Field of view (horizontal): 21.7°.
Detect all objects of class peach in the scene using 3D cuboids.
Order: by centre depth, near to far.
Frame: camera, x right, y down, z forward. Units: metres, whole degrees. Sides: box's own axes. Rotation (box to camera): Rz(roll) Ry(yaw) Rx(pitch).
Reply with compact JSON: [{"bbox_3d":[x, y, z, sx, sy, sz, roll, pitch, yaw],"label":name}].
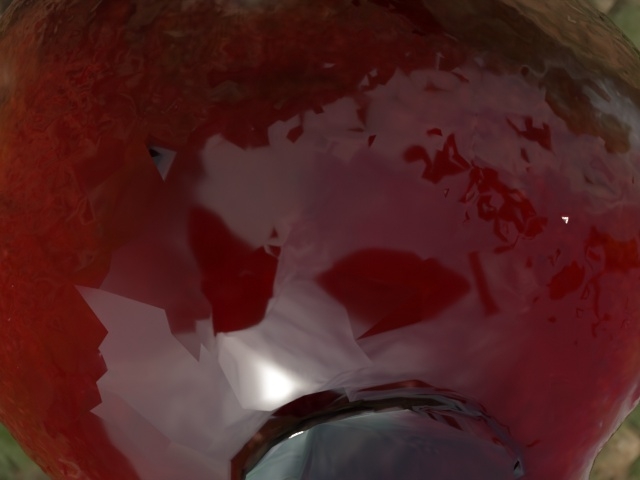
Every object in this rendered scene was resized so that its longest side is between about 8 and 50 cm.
[{"bbox_3d":[0.012,0.016,0.832,0.335,0.406,0.310,-54,-160,37],"label":"peach"}]
